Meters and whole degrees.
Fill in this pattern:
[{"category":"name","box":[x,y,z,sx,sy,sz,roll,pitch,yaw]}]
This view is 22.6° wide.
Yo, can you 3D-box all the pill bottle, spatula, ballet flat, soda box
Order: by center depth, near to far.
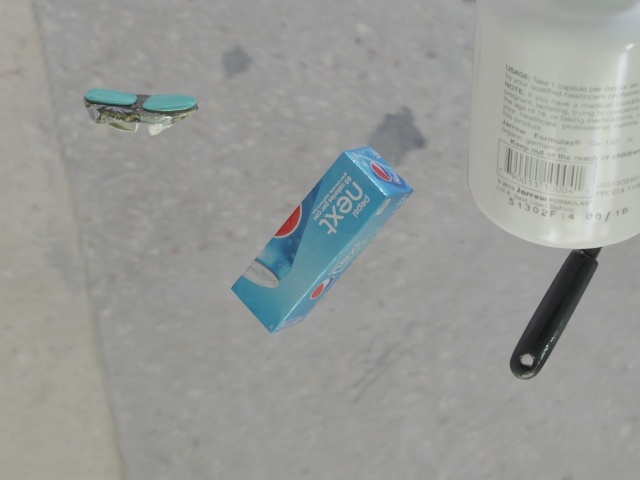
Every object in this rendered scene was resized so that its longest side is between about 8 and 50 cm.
[{"category":"pill bottle","box":[0.157,-0.120,0.960,0.131,0.131,0.229,11,131,15]},{"category":"spatula","box":[0.240,-0.006,1.378,0.084,0.030,0.296,28,108,5]},{"category":"ballet flat","box":[-0.166,-0.119,1.505,0.114,0.041,0.041,6,92,15]},{"category":"soda box","box":[0.000,0.000,1.698,0.071,0.067,0.210,47,115,15]}]
